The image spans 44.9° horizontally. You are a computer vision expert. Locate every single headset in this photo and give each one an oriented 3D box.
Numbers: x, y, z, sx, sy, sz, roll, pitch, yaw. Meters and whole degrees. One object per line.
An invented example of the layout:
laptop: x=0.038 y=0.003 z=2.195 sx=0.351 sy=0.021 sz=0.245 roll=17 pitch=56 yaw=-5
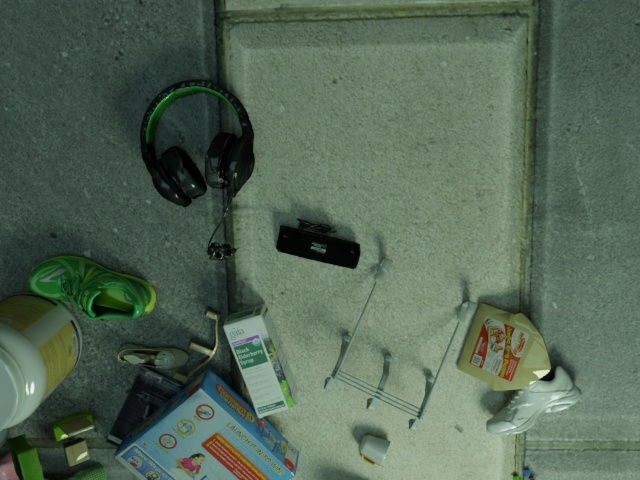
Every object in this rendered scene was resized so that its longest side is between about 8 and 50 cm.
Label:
headset: x=-0.254 y=-0.150 z=1.654 sx=0.243 sy=0.185 sz=0.395 roll=-14 pitch=90 yaw=7

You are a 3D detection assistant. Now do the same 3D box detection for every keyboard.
keyboard: x=0.000 y=0.000 z=1.756 sx=0.191 sy=0.038 sz=0.100 roll=13 pitch=126 yaw=-1

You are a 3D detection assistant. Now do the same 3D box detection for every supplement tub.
supplement tub: x=-0.688 y=0.266 z=1.693 sx=0.240 sy=0.331 sz=0.241 roll=1 pitch=102 yaw=3

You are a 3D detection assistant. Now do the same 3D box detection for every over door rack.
over door rack: x=0.179 y=0.235 z=1.762 sx=0.239 sy=0.108 sz=0.324 roll=26 pitch=88 yaw=-3

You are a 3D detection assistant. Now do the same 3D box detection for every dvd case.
dvd case: x=-0.400 y=0.428 z=1.871 sx=0.164 sy=0.018 sz=0.221 roll=26 pitch=102 yaw=-3

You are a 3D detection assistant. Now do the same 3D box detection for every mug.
mug: x=0.122 y=0.499 z=1.836 sx=0.064 sy=0.062 sz=0.078 roll=24 pitch=96 yaw=6

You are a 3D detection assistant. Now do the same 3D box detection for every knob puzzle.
knob puzzle: x=0.429 y=0.252 z=1.757 sx=0.213 sy=0.030 sz=0.213 roll=3 pitch=96 yaw=26

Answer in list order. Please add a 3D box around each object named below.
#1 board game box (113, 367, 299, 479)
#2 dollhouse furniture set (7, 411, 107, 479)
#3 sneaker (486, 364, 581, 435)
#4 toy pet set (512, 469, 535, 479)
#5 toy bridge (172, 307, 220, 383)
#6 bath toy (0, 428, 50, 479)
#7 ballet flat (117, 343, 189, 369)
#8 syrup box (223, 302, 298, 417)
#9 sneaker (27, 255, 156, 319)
board game box: x=-0.263 y=0.499 z=1.803 sx=0.302 sy=0.086 sz=0.308 roll=-39 pitch=103 yaw=20
dollhouse furniture set: x=-0.584 y=0.582 z=1.803 sx=0.197 sy=0.151 sz=0.302 roll=-16 pitch=99 yaw=-30
sneaker: x=0.472 y=0.360 z=1.779 sx=0.232 sy=0.090 sz=0.115 roll=-30 pitch=92 yaw=0
toy pet set: x=0.476 y=0.630 z=1.854 sx=0.122 sy=0.065 sz=0.114 roll=-30 pitch=64 yaw=6
toy bridge: x=-0.279 y=0.253 z=1.813 sx=0.063 sy=0.026 sz=0.188 roll=25 pitch=95 yaw=-22
bath toy: x=-0.759 y=0.574 z=1.876 sx=0.151 sy=0.129 sz=0.348 roll=-35 pitch=104 yaw=-35
ballet flat: x=-0.396 y=0.280 z=1.821 sx=0.168 sy=0.052 sz=0.057 roll=5 pitch=103 yaw=2
syrup box: x=-0.136 y=0.274 z=1.783 sx=0.093 sy=0.096 sz=0.237 roll=-18 pitch=101 yaw=7
sneaker: x=-0.525 y=0.109 z=1.756 sx=0.295 sy=0.123 sz=0.110 roll=11 pitch=103 yaw=2
